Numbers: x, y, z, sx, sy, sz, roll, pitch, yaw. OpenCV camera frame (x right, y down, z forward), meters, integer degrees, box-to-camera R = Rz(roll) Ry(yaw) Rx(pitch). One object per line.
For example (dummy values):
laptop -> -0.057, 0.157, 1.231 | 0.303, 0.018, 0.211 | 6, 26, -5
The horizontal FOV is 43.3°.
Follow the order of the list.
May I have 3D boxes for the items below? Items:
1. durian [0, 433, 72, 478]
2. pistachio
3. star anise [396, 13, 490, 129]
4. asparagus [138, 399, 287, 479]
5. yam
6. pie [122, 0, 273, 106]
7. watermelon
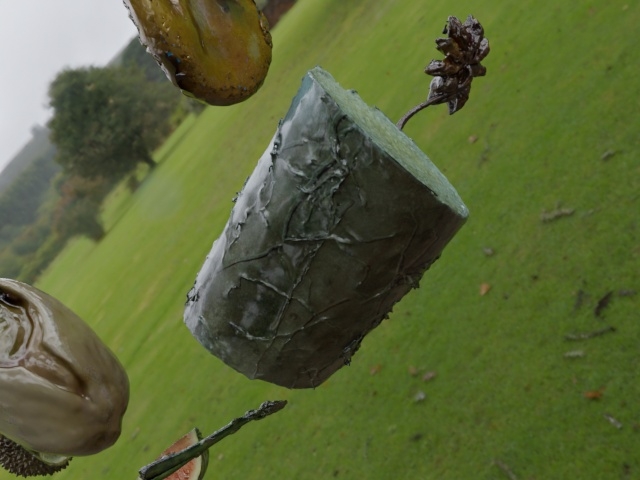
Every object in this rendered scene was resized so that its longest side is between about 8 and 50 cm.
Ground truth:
durian -> -0.354, 0.244, 0.985 | 0.071, 0.110, 0.140 | -34, -20, 14
pistachio -> -0.302, 0.130, 0.833 | 0.153, 0.238, 0.137 | -41, 11, 50
star anise -> 0.225, -0.277, 1.407 | 0.073, 0.177, 0.233 | 37, 107, 33
asparagus -> -0.125, 0.241, 0.991 | 0.233, 0.023, 0.022 | -21, -49, -45
yam -> 0.000, 0.000, 0.940 | 0.348, 0.241, 0.241 | -56, 13, 24
pie -> -0.169, -0.303, 1.104 | 0.069, 0.273, 0.273 | -21, 30, 32
watermelon -> -0.240, 0.408, 1.425 | 0.163, 0.087, 0.069 | -41, -21, 18
